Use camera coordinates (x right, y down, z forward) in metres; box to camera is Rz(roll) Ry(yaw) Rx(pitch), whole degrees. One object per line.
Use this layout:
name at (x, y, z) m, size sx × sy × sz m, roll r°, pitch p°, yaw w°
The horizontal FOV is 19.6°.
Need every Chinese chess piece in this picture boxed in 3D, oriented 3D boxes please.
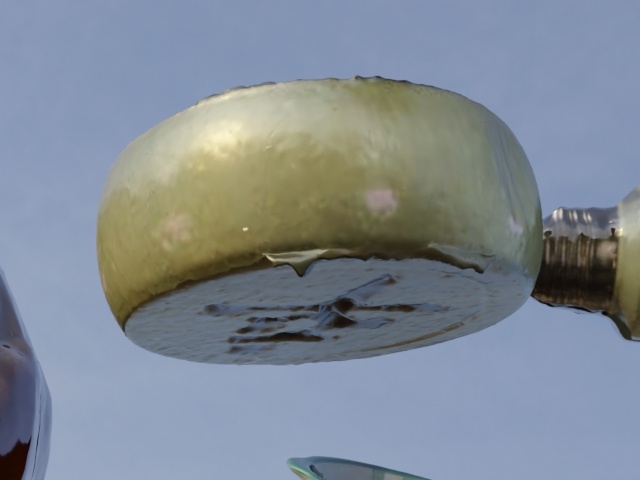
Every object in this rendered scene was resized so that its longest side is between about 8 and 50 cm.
Chinese chess piece at (0.000, 0.000, 0.782) m, size 0.188 × 0.083 × 0.188 m, roll -6°, pitch -18°, yaw -2°

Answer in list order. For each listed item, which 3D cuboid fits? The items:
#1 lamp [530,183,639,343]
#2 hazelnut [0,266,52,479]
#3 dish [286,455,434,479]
lamp at (0.269, 0.018, 1.026) m, size 0.314 × 0.182 × 0.182 m, roll 2°, pitch -49°, yaw 16°
hazelnut at (-0.311, 0.089, 0.950) m, size 0.359 × 0.359 × 0.409 m, roll 27°, pitch -3°, yaw 2°
dish at (0.086, 0.214, 1.248) m, size 0.246 × 0.078 × 0.224 m, roll 15°, pitch 1°, yaw -6°
